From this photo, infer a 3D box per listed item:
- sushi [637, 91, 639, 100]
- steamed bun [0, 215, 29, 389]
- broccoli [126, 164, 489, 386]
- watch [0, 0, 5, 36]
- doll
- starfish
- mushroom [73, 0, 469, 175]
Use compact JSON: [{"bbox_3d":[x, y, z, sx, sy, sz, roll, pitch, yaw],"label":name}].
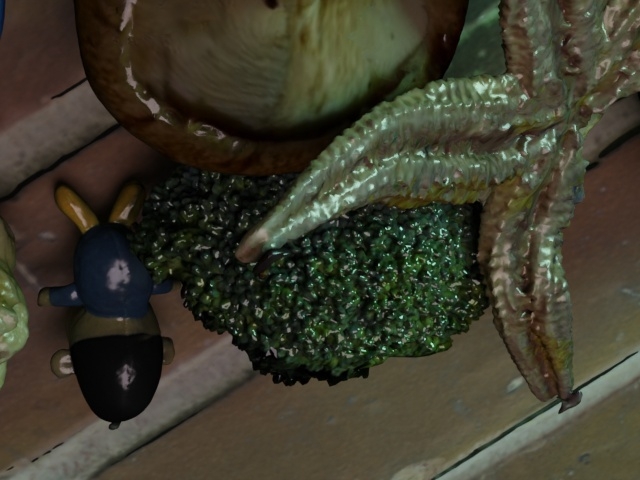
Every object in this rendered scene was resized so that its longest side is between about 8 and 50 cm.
[{"bbox_3d":[0.374,-0.120,1.009,0.343,0.182,0.196,-22,112,2],"label":"sushi"},{"bbox_3d":[-0.286,0.069,0.936,0.177,0.106,0.192,-1,143,-22],"label":"steamed bun"},{"bbox_3d":[-0.001,0.000,0.971,0.226,0.198,0.176,-13,172,18],"label":"broccoli"},{"bbox_3d":[-0.336,-0.135,0.747,0.305,0.241,0.274,20,98,-33],"label":"watch"},{"bbox_3d":[-0.147,0.046,1.009,0.102,0.089,0.179,-4,100,-17],"label":"doll"},{"bbox_3d":[0.147,-0.069,0.845,0.384,0.132,0.398,11,128,-50],"label":"starfish"},{"bbox_3d":[-0.014,-0.156,0.821,0.267,0.254,0.267,-14,137,-13],"label":"mushroom"}]
